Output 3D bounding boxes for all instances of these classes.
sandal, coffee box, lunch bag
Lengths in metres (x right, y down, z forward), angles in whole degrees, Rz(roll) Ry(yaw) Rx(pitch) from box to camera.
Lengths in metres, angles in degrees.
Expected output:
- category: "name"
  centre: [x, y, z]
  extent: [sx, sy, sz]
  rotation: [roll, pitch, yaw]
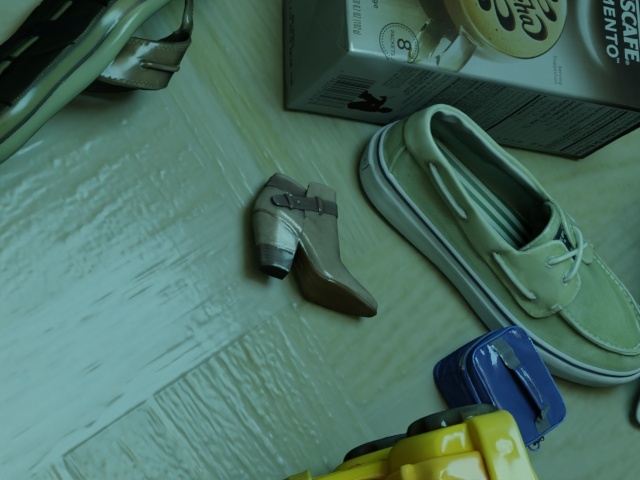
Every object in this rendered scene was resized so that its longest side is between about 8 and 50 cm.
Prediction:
- category: "sandal"
  centre: [-0.159, -0.132, 0.977]
  extent: [0.303, 0.120, 0.086]
  rotation: [-46, 125, -29]
- category: "coffee box"
  centre: [0.126, -0.182, 1.120]
  extent: [0.297, 0.119, 0.168]
  rotation: [7, 70, -25]
- category: "lunch bag"
  centre: [0.144, 0.121, 1.062]
  extent: [0.067, 0.065, 0.098]
  rotation: [-28, 88, -31]

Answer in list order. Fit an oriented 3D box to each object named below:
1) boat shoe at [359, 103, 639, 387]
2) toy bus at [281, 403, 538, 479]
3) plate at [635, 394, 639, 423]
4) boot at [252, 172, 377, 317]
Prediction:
- category: "boat shoe"
  centre: [0.163, 0.011, 1.090]
  extent: [0.302, 0.094, 0.109]
  rotation: [38, 61, -11]
- category: "toy bus"
  centre: [0.020, 0.201, 0.890]
  extent: [0.211, 0.220, 0.149]
  rotation: [-3, 72, -21]
- category: "plate"
  centre: [0.425, 0.055, 1.172]
  extent: [0.277, 0.045, 0.278]
  rotation: [14, 107, -23]
- category: "boot"
  centre: [0.000, 0.000, 1.044]
  extent: [0.118, 0.042, 0.087]
  rotation: [28, 55, -25]
